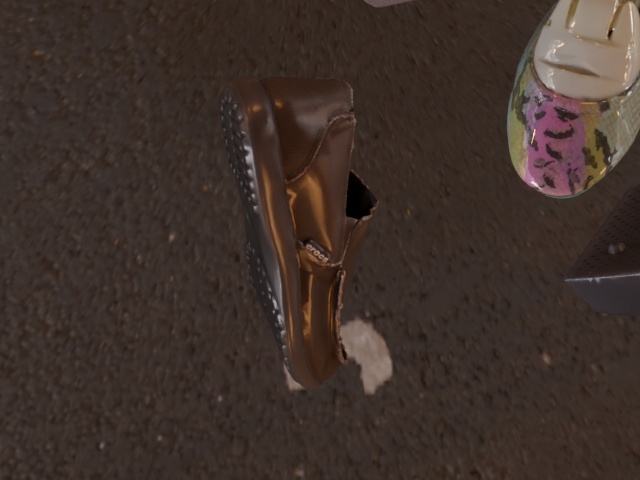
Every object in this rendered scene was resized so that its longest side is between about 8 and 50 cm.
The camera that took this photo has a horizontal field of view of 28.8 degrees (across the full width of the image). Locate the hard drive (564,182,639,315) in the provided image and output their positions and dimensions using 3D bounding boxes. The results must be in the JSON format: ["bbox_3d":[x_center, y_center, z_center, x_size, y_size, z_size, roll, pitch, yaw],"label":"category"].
[{"bbox_3d":[0.327,-0.010,0.932,0.254,0.172,0.054,-12,113,41],"label":"hard drive"}]

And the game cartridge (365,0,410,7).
[{"bbox_3d":[0.117,-0.355,0.850,0.230,0.068,0.355,-10,81,23],"label":"game cartridge"}]

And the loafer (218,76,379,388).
[{"bbox_3d":[0.000,0.000,1.172,0.130,0.134,0.366,-17,136,-10],"label":"loafer"}]

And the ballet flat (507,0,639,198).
[{"bbox_3d":[0.162,-0.128,0.674,0.077,0.079,0.221,25,68,16],"label":"ballet flat"}]
